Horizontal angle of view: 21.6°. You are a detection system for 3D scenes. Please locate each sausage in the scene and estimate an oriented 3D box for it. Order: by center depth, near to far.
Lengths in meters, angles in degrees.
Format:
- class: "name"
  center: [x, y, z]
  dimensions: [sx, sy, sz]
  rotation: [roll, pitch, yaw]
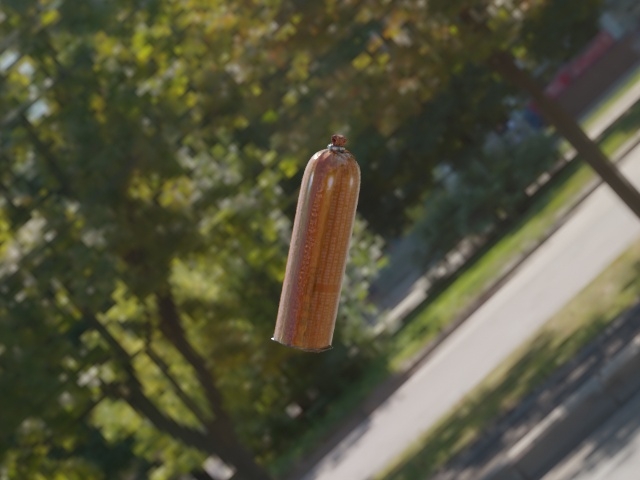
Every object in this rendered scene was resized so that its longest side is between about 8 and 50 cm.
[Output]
- class: "sausage"
  center: [0.000, 0.000, 0.829]
  dimensions: [0.031, 0.031, 0.107]
  rotation: [-37, -43, -77]
